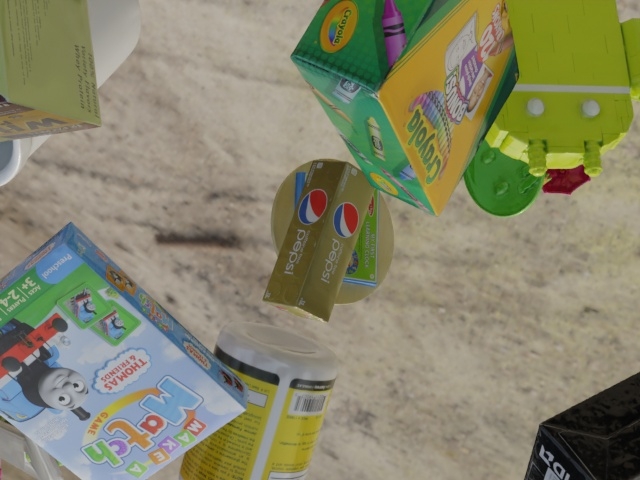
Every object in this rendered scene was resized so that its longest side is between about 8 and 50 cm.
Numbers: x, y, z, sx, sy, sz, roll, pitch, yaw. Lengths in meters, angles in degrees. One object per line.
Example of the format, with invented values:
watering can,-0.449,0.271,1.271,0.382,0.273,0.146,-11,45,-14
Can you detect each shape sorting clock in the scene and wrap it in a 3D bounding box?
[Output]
shape sorting clock,0.019,-0.012,1.394,0.206,0.206,0.040,37,153,-19

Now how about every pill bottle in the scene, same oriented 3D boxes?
pill bottle,-0.104,0.304,1.500,0.188,0.334,0.188,17,-174,-2

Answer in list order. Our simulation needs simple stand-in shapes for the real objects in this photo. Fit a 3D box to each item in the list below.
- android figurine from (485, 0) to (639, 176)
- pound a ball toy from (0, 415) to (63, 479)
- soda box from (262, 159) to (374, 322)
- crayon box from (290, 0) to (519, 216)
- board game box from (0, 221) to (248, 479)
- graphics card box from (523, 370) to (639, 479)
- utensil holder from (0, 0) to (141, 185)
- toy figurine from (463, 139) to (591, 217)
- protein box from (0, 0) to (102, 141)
android figurine,0.257,-0.194,1.123,0.248,0.273,0.056,2,158,-6
pound a ball toy,-0.257,0.131,1.057,0.319,0.208,0.136,-3,109,59
soda box,0.000,0.000,1.164,0.061,0.181,0.058,7,163,47
crayon box,0.085,-0.147,0.851,0.081,0.165,0.278,28,172,22
board game box,-0.188,0.108,0.827,0.160,0.039,0.211,-36,116,16
graphics card box,0.301,0.277,1.006,0.094,0.232,0.371,50,150,40
utensil holder,-0.533,-0.329,1.700,0.327,0.385,0.328,17,135,17
toy figurine,0.295,-0.109,1.276,0.159,0.130,0.173,-7,158,-40
protein box,-0.307,-0.199,0.900,0.136,0.200,0.201,-7,180,9
